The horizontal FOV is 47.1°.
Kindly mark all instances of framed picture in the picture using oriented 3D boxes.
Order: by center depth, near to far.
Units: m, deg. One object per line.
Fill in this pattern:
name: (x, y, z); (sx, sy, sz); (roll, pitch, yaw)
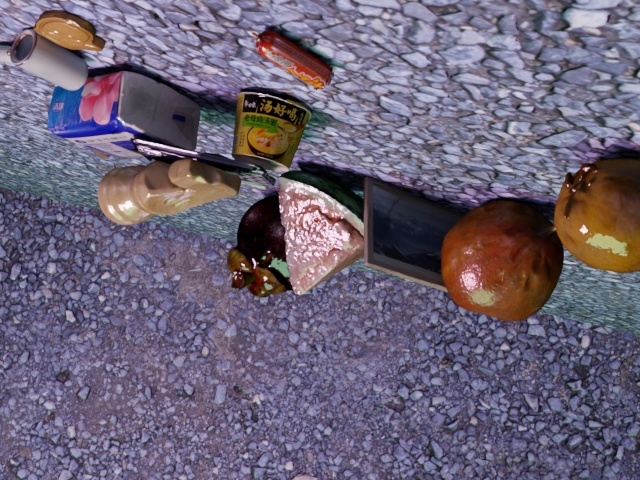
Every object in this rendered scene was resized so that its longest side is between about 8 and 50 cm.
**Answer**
framed picture: (0.246, 0.000, 1.757); (0.335, 0.247, 0.022); (19, 143, -23)

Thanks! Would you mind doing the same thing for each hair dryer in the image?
hair dryer: (-0.575, -0.351, 1.434); (0.236, 0.073, 0.131); (11, 172, 35)

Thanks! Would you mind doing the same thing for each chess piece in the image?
chess piece: (-0.293, -0.104, 1.435); (0.300, 0.137, 0.137); (-6, 160, 37)

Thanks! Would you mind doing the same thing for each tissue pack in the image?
tissue pack: (-0.406, -0.259, 1.524); (0.269, 0.137, 0.209); (1, 166, 42)

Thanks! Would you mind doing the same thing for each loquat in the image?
loquat: (0.511, -0.039, 1.229); (0.238, 0.193, 0.238); (19, 177, 1)

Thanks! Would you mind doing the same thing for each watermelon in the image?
watermelon: (0.027, -0.028, 1.850); (0.283, 0.293, 0.250); (34, -144, 20)

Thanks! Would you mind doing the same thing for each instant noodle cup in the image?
instant noodle cup: (-0.103, -0.204, 1.402); (0.151, 0.122, 0.151); (15, 176, 1)

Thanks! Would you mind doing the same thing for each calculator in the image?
calculator: (-0.231, -0.151, 1.468); (0.274, 0.028, 0.166); (13, 175, 5)

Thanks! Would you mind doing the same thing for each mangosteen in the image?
mangosteen: (-0.133, 0.031, 2.178); (0.307, 0.347, 0.307); (43, 167, 13)

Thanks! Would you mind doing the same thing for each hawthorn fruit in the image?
hawthorn fruit: (0.422, 0.027, 1.639); (0.277, 0.277, 0.298); (19, 142, -25)

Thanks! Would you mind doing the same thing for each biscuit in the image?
biscuit: (-0.438, -0.361, 1.289); (0.118, 0.023, 0.140); (20, 169, -28)

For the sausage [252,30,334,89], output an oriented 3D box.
sausage: (-0.045, -0.278, 1.114); (0.145, 0.048, 0.050); (24, -155, -39)

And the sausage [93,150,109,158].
sausage: (-0.657, -0.269, 2.170); (0.026, 0.026, 0.116); (13, 170, 11)
